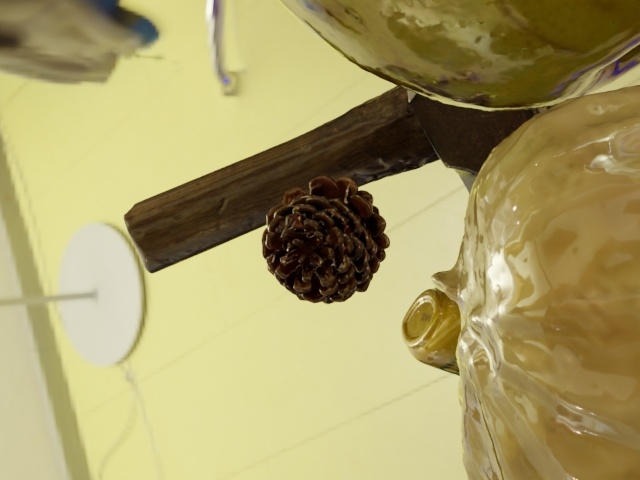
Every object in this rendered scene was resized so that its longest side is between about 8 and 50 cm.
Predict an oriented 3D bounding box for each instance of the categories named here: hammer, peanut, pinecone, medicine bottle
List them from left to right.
[{"bbox_3d":[-0.001,-0.069,0.982,0.409,0.095,0.242,-20,115,29],"label":"hammer"},{"bbox_3d":[0.004,0.000,0.895,0.102,0.109,0.102,0,94,1],"label":"pinecone"},{"bbox_3d":[0.193,0.102,0.934,0.095,0.261,0.064,148,139,-66],"label":"medicine bottle"},{"bbox_3d":[0.164,0.081,0.454,0.174,0.340,0.158,-52,29,-6],"label":"peanut"}]

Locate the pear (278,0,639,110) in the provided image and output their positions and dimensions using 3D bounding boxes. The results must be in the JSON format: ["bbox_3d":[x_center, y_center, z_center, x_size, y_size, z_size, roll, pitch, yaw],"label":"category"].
[{"bbox_3d":[0.087,-0.197,0.539,0.284,0.284,0.283,4,95,46],"label":"pear"}]
